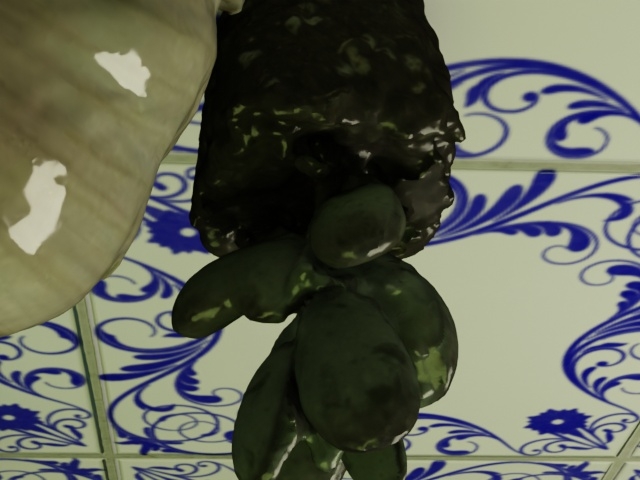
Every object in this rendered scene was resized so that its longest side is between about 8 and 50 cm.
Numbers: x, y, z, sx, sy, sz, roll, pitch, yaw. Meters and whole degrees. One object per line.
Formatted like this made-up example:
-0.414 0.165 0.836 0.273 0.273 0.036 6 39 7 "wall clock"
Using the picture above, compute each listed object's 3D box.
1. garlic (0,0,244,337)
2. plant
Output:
-0.184 -0.111 0.476 0.322 0.322 0.241 9 150 -16 "garlic"
0.000 -0.002 0.678 0.149 0.274 0.146 2 154 -4 "plant"
